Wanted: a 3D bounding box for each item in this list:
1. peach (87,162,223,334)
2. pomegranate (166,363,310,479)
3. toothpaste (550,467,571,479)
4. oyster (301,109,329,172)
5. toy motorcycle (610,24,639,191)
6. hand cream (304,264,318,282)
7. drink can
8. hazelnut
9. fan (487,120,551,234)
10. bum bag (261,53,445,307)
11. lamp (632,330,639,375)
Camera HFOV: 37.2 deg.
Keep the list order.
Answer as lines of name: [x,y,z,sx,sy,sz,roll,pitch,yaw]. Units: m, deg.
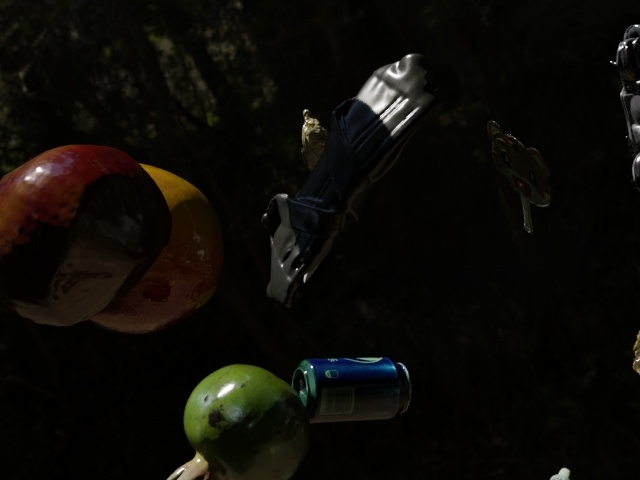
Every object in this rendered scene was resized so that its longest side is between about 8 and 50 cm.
peach: [-0.333,0.008,1.605,0.333,0.307,0.308,17,-25,-24]
pomegranate: [-0.123,0.284,1.334,0.225,0.187,0.187,-44,1,-23]
toothpaste: [0.304,0.374,1.277,0.048,0.029,0.197,-19,18,37]
oyster: [0.002,-0.115,1.192,0.038,0.080,0.083,-11,-20,14]
toy motorcycle: [0.468,-0.166,1.268,0.157,0.263,0.091,-27,12,-34]
hand cream: [0.000,0.000,1.387,0.053,0.142,0.084,17,2,1]
drink can: [0.056,0.272,1.733,0.205,0.118,0.118,3,-17,-22]
hazelnut: [-0.245,-0.012,0.975,0.161,0.170,0.202,-22,7,28]
fan: [0.328,-0.087,1.538,0.008,0.152,0.226,-33,-44,-11]
bum bag: [0.019,-0.073,1.068,0.080,0.142,0.326,26,-71,-30]
lamp: [0.554,0.195,1.283,0.177,0.177,0.274,-12,29,-28]
